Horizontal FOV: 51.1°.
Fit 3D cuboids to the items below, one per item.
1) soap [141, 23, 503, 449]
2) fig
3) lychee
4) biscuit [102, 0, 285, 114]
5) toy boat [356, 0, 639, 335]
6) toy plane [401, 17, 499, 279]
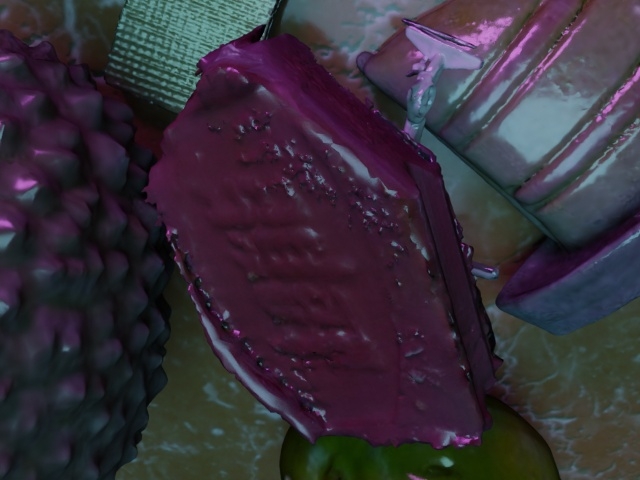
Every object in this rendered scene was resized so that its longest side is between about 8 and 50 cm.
[{"bbox_3d":[0.000,0.000,0.456,0.182,0.112,0.289,-13,109,22],"label":"soap"},{"bbox_3d":[0.127,0.221,0.617,0.314,0.233,0.233,-5,113,-25],"label":"fig"},{"bbox_3d":[-0.288,0.054,0.468,0.381,0.380,0.432,26,101,-7],"label":"lychee"},{"bbox_3d":[-0.089,-0.197,0.537,0.121,0.040,0.199,23,108,-3],"label":"biscuit"},{"bbox_3d":[0.218,-0.088,0.530,0.276,0.111,0.293,-29,103,14],"label":"toy boat"},{"bbox_3d":[0.061,-0.013,0.529,0.182,0.107,0.273,41,137,7],"label":"toy plane"}]
